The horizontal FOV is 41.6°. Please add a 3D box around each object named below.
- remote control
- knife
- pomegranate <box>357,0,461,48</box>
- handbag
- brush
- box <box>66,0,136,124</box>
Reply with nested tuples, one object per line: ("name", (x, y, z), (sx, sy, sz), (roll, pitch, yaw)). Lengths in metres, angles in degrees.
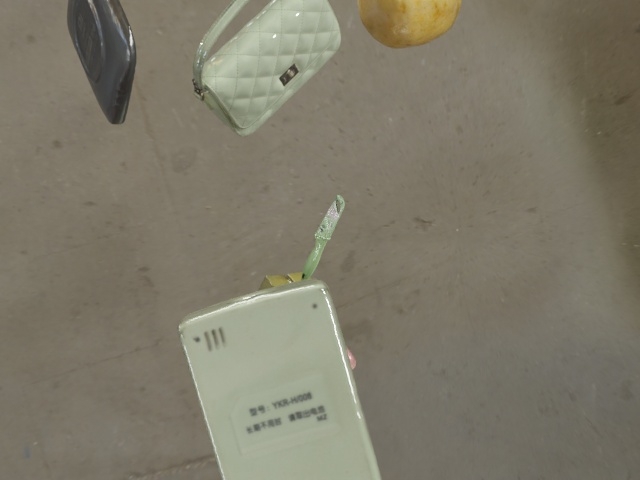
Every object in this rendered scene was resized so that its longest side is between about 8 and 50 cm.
("remote control", (-0.015, 0.177, 0.646), (0.123, 0.038, 0.285), (-17, 97, -3))
("knife", (0.000, 0.000, 1.488), (0.030, 0.014, 0.207), (40, 130, 18))
("pomegranate", (0.152, -0.433, 1.464), (0.196, 0.196, 0.196), (0, 91, 9))
("handbag", (-0.082, -0.287, 1.236), (0.256, 0.219, 0.079), (-46, 66, -6))
("brush", (-0.011, 0.149, 1.517), (0.233, 0.103, 0.047), (49, 129, 36))
("box", (-0.323, -0.294, 1.239), (0.042, 0.212, 0.201), (-18, 73, -29))
